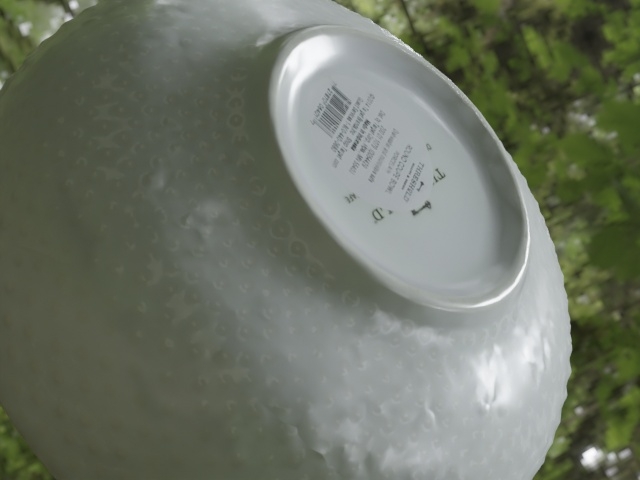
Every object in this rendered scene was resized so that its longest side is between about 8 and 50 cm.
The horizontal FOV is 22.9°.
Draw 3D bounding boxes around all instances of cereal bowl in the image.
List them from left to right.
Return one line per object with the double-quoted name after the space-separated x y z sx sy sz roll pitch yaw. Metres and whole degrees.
0.000 0.000 0.779 0.141 0.339 0.339 -40 -105 40 "cereal bowl"
